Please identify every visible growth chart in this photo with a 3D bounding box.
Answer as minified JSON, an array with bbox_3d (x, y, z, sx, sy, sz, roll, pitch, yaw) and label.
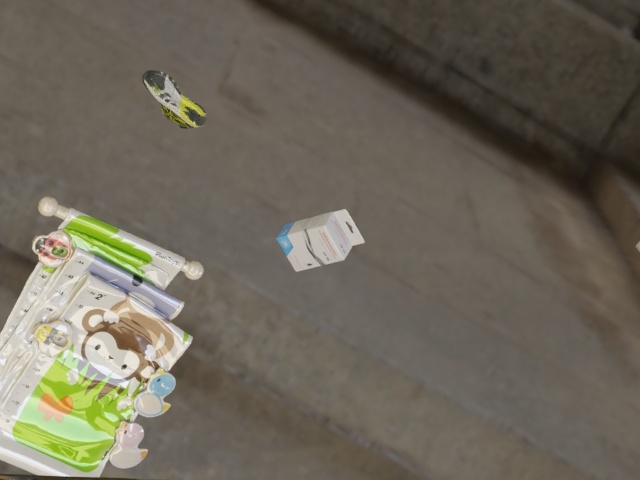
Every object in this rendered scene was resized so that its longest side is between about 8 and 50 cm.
[{"bbox_3d":[-0.191,0.095,1.220,0.172,0.237,0.021,19,11,-24],"label":"growth chart"}]

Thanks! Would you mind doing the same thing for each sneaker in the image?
[{"bbox_3d":[-0.161,-0.146,1.580,0.083,0.035,0.031,44,54,-19],"label":"sneaker"}]

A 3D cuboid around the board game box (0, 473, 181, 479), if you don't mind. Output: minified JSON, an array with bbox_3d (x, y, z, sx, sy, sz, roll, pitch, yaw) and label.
[{"bbox_3d":[-0.025,0.145,0.714,0.165,0.042,0.243,2,-7,35],"label":"board game box"}]

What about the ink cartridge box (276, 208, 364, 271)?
[{"bbox_3d":[0.000,0.000,1.616,0.048,0.083,0.028,59,37,-22],"label":"ink cartridge box"}]

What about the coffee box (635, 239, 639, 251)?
[{"bbox_3d":[0.374,0.046,1.122,0.098,0.141,0.246,-19,64,-36],"label":"coffee box"}]
